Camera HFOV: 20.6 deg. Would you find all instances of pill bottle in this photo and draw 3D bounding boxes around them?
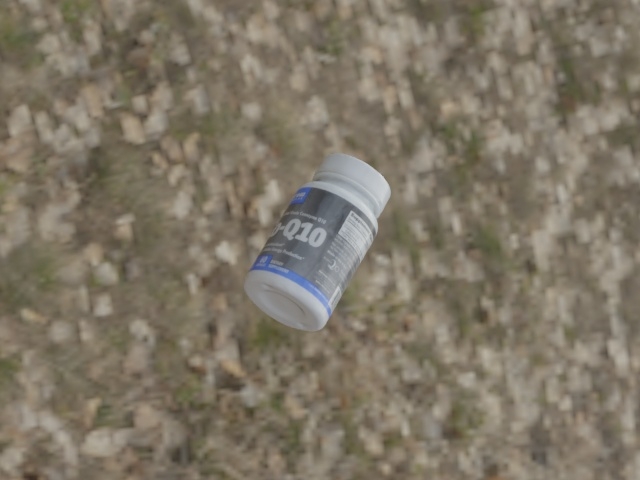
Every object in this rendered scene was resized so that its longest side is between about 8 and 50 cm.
[{"bbox_3d":[0.000,0.000,1.464,0.078,0.078,0.137,46,62,-33],"label":"pill bottle"}]
